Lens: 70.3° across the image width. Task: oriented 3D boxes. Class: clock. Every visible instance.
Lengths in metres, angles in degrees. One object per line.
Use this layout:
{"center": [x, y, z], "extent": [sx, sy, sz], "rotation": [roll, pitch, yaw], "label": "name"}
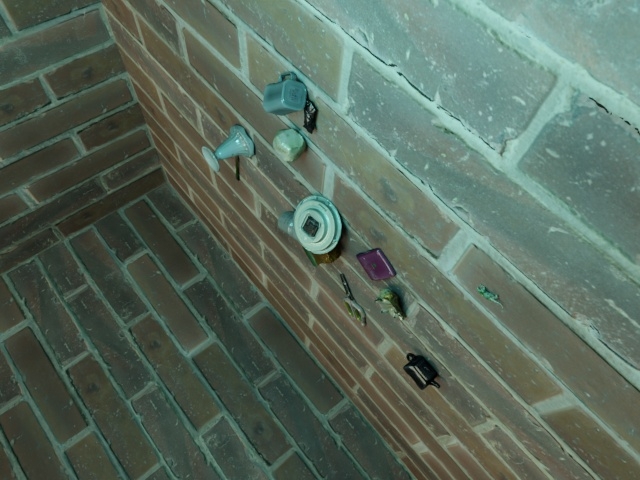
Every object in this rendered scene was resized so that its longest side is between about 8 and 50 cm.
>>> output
{"center": [-0.026, -0.060, 1.783], "extent": [0.237, 0.053, 0.236], "rotation": [7, 103, 34], "label": "clock"}

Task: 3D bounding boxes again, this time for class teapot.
{"center": [0.419, 0.532, 1.858], "extent": [0.177, 0.087, 0.096], "rotation": [50, 154, 12], "label": "teapot"}

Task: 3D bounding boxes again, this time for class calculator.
{"center": [0.204, 0.094, 1.722], "extent": [0.126, 0.034, 0.190], "rotation": [58, 158, -3], "label": "calculator"}

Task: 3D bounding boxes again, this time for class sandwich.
{"center": [-0.003, 0.004, 1.916], "extent": [0.212, 0.109, 0.292], "rotation": [36, 152, 41], "label": "sandwich"}

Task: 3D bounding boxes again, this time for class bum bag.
{"center": [-0.037, -0.400, 1.478], "extent": [0.057, 0.034, 0.124], "rotation": [54, 160, 24], "label": "bum bag"}

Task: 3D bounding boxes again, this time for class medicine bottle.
{"center": [-0.110, -0.063, 2.047], "extent": [0.168, 0.105, 0.105], "rotation": [32, 150, 46], "label": "medicine bottle"}

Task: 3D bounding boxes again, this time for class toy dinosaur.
{"center": [0.470, 0.159, 1.274], "extent": [0.083, 0.021, 0.062], "rotation": [58, 166, 2], "label": "toy dinosaur"}

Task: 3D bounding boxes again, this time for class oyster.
{"center": [0.272, 0.247, 1.774], "extent": [0.133, 0.071, 0.209], "rotation": [19, 159, 47], "label": "oyster"}

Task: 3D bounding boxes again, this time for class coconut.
{"center": [-0.116, -0.350, 1.628], "extent": [0.124, 0.110, 0.110], "rotation": [45, 158, 5], "label": "coconut"}

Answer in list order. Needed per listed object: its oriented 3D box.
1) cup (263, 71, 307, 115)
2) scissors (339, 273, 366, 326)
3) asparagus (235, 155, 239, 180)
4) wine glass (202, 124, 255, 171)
{"center": [-0.112, -0.473, 1.456], "extent": [0.130, 0.095, 0.128], "rotation": [14, 96, 55], "label": "cup"}
{"center": [0.139, 0.277, 2.142], "extent": [0.160, 0.024, 0.317], "rotation": [27, 146, 51], "label": "scissors"}
{"center": [-0.435, -0.376, 2.378], "extent": [0.022, 0.023, 0.233], "rotation": [9, 157, -6], "label": "asparagus"}
{"center": [-0.414, -0.407, 2.046], "extent": [0.165, 0.197, 0.164], "rotation": [44, 158, 23], "label": "wine glass"}
